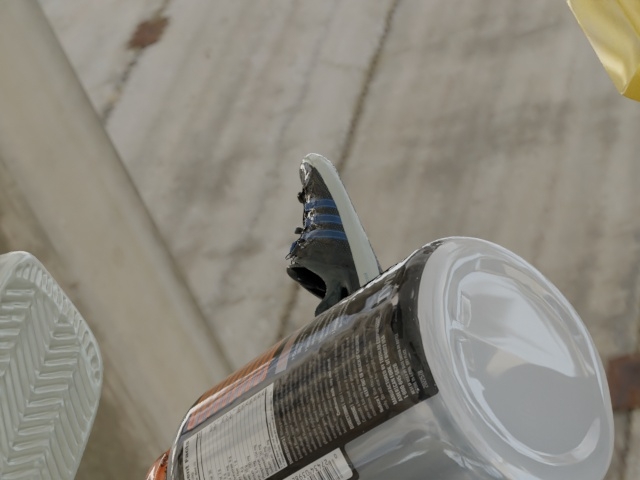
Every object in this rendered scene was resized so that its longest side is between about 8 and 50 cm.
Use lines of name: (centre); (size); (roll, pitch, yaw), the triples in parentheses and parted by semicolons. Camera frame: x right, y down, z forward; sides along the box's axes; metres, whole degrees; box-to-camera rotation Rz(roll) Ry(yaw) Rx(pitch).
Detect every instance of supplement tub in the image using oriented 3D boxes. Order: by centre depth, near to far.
supplement tub: (0.027, 0.147, 1.126); (0.316, 0.193, 0.193); (-35, -156, 38)

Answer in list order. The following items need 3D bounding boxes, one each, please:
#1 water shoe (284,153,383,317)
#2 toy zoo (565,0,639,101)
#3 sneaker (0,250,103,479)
water shoe: (0.000, 0.000, 1.517); (0.080, 0.073, 0.203); (-22, -131, -2)
toy zoo: (0.238, -0.104, 0.870); (0.293, 0.030, 0.192); (17, -146, -13)
sneaker: (-0.212, 0.148, 0.726); (0.148, 0.131, 0.350); (-18, -153, 23)
